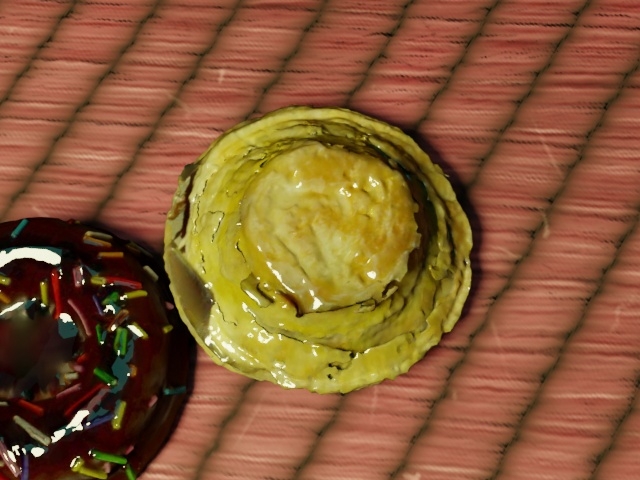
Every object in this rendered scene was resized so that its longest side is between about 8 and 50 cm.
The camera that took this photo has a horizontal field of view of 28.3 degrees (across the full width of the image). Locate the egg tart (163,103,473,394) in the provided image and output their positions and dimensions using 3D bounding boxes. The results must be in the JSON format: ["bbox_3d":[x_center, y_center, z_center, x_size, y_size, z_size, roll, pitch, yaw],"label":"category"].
[{"bbox_3d":[0.000,0.000,0.950,0.241,0.106,0.241,1,75,-4],"label":"egg tart"}]

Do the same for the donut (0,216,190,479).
[{"bbox_3d":[-0.216,0.086,0.951,0.235,0.089,0.235,-1,75,4],"label":"donut"}]
